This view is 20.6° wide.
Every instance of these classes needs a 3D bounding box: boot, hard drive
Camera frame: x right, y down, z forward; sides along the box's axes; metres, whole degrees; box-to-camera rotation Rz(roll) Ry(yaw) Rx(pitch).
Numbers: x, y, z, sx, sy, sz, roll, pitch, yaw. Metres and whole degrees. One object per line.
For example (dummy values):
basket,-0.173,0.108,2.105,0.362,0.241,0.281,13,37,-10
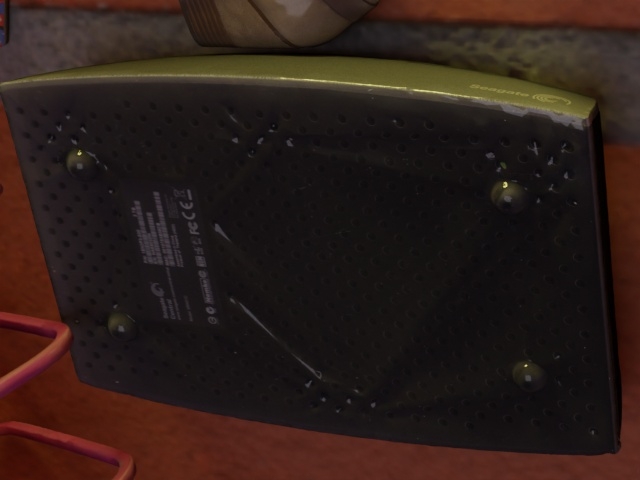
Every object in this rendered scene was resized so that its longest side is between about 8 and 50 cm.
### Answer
boot,-0.027,-0.131,0.697,0.087,0.042,0.118,-16,109,26
hard drive,0.000,0.000,0.730,0.255,0.054,0.172,5,123,25

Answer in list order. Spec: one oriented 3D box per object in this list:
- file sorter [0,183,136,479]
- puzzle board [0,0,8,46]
file sorter,-0.211,0.078,0.784,0.202,0.182,0.290,2,120,57
puzzle board,-0.196,-0.145,0.788,0.128,0.011,0.096,18,122,18
